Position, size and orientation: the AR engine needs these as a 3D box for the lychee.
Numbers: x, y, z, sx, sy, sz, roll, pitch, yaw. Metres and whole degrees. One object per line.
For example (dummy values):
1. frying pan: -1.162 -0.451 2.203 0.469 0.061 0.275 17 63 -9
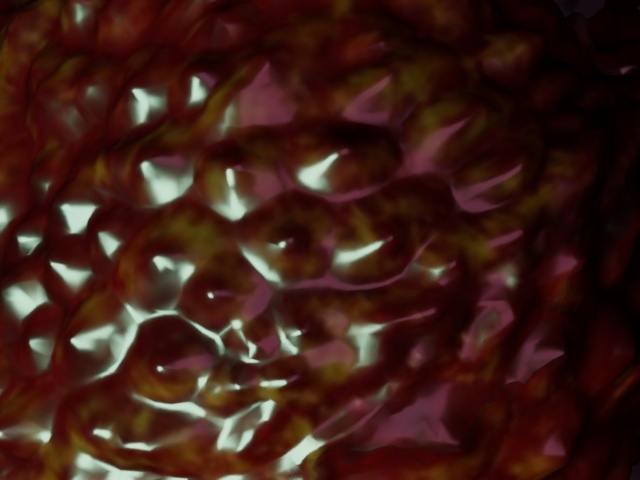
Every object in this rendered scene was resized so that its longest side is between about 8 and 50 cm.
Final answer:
1. lychee: 0.000 0.000 0.988 0.500 0.424 0.425 -40 98 -7
